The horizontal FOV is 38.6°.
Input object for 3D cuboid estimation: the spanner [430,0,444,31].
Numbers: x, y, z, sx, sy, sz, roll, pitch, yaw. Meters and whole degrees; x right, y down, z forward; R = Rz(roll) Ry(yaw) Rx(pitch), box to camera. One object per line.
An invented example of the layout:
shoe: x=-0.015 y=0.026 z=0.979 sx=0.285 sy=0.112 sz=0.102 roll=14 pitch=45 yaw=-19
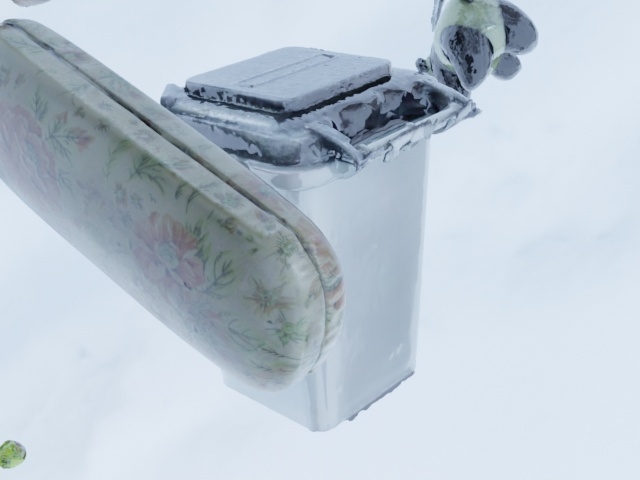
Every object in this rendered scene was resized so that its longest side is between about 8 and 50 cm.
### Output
spanner: x=0.197 y=-0.427 z=1.425 sx=0.026 sy=0.325 sz=0.093 roll=-4 pitch=68 yaw=-1

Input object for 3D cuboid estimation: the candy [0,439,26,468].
candy: x=-0.434 y=0.292 z=1.164 sx=0.123 sy=0.035 sz=0.035 roll=-25 pitch=138 yaw=-29

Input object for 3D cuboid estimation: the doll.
doll: x=0.235 y=-0.291 z=1.424 sx=0.143 sy=0.234 sz=0.135 roll=-32 pitch=76 yaw=-14

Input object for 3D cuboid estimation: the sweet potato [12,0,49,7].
sweet potato: x=-0.376 y=-0.386 z=1.286 sx=0.077 sy=0.243 sz=0.077 roll=11 pitch=73 yaw=-39

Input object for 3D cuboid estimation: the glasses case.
glasses case: x=-0.153 y=-0.038 z=0.751 sx=0.098 sy=0.425 sz=0.156 roll=-31 pitch=147 yaw=-39

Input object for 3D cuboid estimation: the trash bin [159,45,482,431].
trash bin: x=0.000 y=0.000 z=0.970 sx=0.256 sy=0.296 sz=0.368 roll=-28 pitch=123 yaw=-41
